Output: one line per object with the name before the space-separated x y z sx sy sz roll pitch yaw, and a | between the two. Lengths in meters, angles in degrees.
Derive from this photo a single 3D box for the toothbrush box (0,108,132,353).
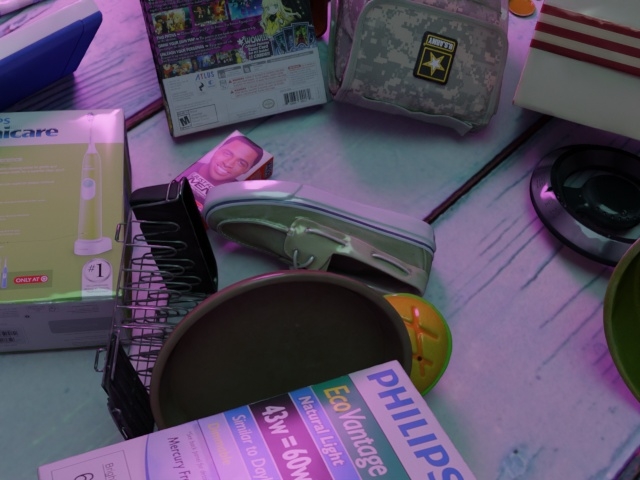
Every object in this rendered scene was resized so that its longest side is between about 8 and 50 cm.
toothbrush box | -0.335 -0.016 1.125 0.206 0.122 0.283 -4 57 -8

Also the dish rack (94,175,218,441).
dish rack | -0.176 0.091 1.027 0.074 0.208 0.271 -2 56 7

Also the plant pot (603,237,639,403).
plant pot | 0.570 0.029 1.091 0.366 0.366 0.353 32 46 15

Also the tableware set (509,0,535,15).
tableware set | 0.354 -0.400 1.525 0.154 0.024 0.104 32 59 15

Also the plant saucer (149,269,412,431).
plant saucer | -0.040 0.140 0.977 0.277 0.278 0.041 -7 34 -11

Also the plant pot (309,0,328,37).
plant pot | -0.153 -0.450 1.377 0.267 0.267 0.236 -15 47 -16

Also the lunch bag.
lunch bag | 0.139 -0.302 1.333 0.235 0.169 0.287 10 66 -19

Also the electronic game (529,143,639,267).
electronic game | 0.399 -0.051 1.275 0.229 0.048 0.229 6 48 -7

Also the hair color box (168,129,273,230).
hair color box | -0.135 -0.079 1.239 0.072 0.043 0.141 36 59 18

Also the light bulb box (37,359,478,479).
light bulb box | -0.020 0.332 0.794 0.361 0.225 0.358 -15 35 -16

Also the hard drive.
hard drive | -0.439 -0.192 1.189 0.318 0.210 0.040 -36 96 -26

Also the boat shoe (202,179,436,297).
boat shoe | 0.000 0.000 1.158 0.302 0.109 0.094 10 58 -6

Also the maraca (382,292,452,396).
maraca | 0.066 0.141 1.082 0.185 0.099 0.127 -37 75 -3

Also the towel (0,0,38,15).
towel | -0.457 -0.464 1.472 0.285 0.034 0.209 -33 66 -25

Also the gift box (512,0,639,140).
gift box | 0.421 -0.243 1.272 0.258 0.276 0.255 17 21 14

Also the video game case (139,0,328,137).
video game case | -0.119 -0.270 1.291 0.232 0.210 0.042 -16 16 -16
